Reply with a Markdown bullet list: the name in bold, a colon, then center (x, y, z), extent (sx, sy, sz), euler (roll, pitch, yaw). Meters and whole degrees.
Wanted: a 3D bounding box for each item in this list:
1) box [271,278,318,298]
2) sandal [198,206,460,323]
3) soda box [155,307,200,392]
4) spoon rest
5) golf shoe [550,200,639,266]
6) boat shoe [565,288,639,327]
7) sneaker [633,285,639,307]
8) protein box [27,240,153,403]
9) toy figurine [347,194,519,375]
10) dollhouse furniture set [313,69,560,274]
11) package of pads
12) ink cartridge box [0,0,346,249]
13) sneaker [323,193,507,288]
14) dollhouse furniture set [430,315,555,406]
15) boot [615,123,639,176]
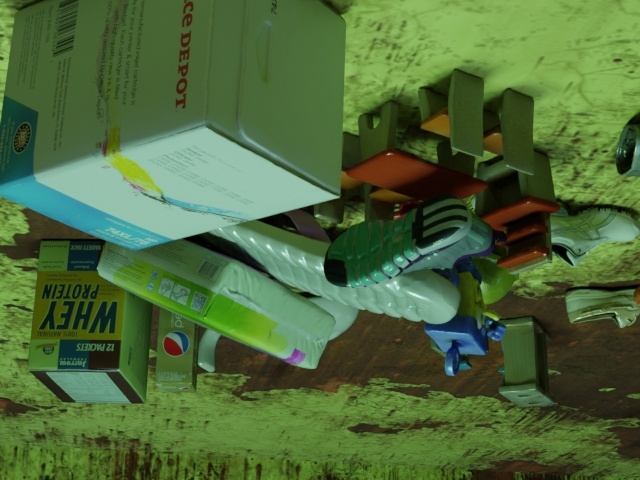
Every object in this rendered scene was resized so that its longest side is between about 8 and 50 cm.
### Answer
- **box**: center (-0.092, 0.094, 2.066), extent (0.201, 0.021, 0.164), euler (5, 159, -9)
- **sandal**: center (0.005, 0.007, 1.648), extent (0.416, 0.102, 0.169), euler (19, 162, 27)
- **soda box**: center (-0.220, 0.143, 1.977), extent (0.058, 0.181, 0.061), euler (1, 159, 3)
- **spoon rest**: center (-0.070, 0.135, 2.063), extent (0.276, 0.084, 0.137), euler (-17, 157, 10)
- **golf shoe**: center (0.344, -0.001, 1.686), extent (0.176, 0.086, 0.069), euler (5, 158, -14)
- **boat shoe**: center (0.473, 0.109, 2.006), extent (0.170, 0.059, 0.063), euler (-1, 165, 11)
- **sneaker**: center (0.561, 0.079, 1.943), extent (0.175, 0.064, 0.067), euler (-1, 146, -14)
- **protein box**: center (-0.340, 0.126, 1.913), extent (0.136, 0.200, 0.201), euler (0, 160, 3)
- **toy figurine**: center (0.167, 0.088, 1.751), extent (0.191, 0.217, 0.362), euler (-4, 158, 16)
- **dollhouse furniture set**: center (0.153, -0.059, 1.469), extent (0.259, 0.135, 0.262), euler (15, 156, -32)
- **package of pads**: center (-0.147, 0.075, 1.803), extent (0.229, 0.101, 0.296), euler (20, 172, 35)
- **ink cartridge box**: center (-0.139, -0.131, 1.207), extent (0.270, 0.198, 0.197), euler (-13, 155, 35)
- **sneaker**: center (0.104, 0.019, 1.457), extent (0.098, 0.083, 0.223), euler (26, 150, -36)
- **dollhouse furniture set**: center (0.302, 0.220, 2.220), extent (0.183, 0.129, 0.129), euler (-9, 157, 23)
- **boot**: center (0.451, -0.114, 1.415), extent (0.208, 0.076, 0.190), euler (9, 157, -2)
